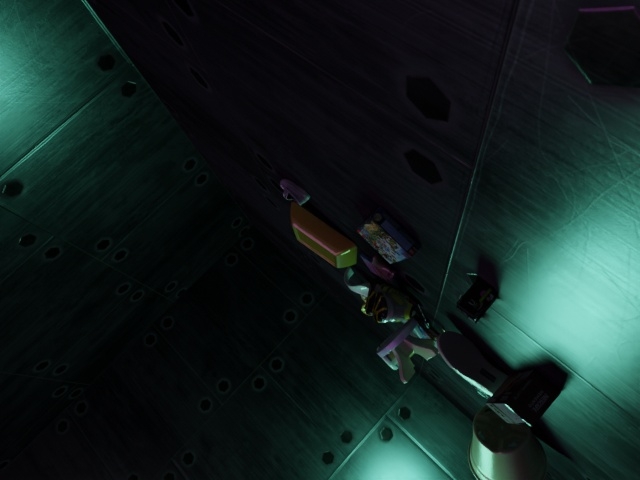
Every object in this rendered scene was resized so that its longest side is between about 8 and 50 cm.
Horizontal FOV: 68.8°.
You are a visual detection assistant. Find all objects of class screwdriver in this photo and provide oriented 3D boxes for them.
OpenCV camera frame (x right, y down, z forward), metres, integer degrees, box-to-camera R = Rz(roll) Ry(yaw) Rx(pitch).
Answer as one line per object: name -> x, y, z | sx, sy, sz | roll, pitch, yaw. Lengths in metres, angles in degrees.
screwdriver -> 0.422, 0.305, 1.896 | 0.024, 0.025, 0.169 | 35, 158, 47

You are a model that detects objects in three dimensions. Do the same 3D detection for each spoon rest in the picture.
spoon rest -> 0.205, 0.226, 2.242 | 0.276, 0.084, 0.137 | 35, 167, 48

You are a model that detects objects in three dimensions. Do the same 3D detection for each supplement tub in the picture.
supplement tub -> 0.396, 0.529, 2.330 | 0.144, 0.200, 0.144 | 47, -178, -2

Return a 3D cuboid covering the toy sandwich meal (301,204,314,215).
toy sandwich meal -> -0.061, -0.120, 2.013 | 0.086, 0.029, 0.085 | 43, 170, 9

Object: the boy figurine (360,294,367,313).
boy figurine -> 0.272, 0.332, 2.405 | 0.177, 0.092, 0.285 | 42, 167, -1

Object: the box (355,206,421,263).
box -> 0.194, -0.009, 1.387 | 0.159, 0.044, 0.233 | 44, 170, 1

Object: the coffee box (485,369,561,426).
coffee box -> 0.625, 0.493, 1.461 | 0.098, 0.141, 0.246 | 42, 171, 17

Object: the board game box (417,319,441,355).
board game box -> 0.506, 0.449, 2.116 | 0.145, 0.027, 0.281 | 38, 169, 27

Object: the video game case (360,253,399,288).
video game case -> 0.237, 0.122, 1.864 | 0.166, 0.015, 0.119 | 35, 166, 45

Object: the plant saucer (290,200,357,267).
plant saucer -> 0.000, 0.000, 2.019 | 0.333, 0.081, 0.333 | 36, 169, 12

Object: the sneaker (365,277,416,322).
sneaker -> 0.272, 0.252, 1.884 | 0.147, 0.145, 0.384 | 8, -169, -5

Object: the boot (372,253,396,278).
boot -> 0.236, 0.098, 1.706 | 0.087, 0.042, 0.118 | 32, 167, 26

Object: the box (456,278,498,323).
box -> 0.385, 0.151, 1.154 | 0.062, 0.083, 0.052 | 39, 171, 26

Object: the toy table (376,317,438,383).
toy table -> 0.367, 0.459, 1.970 | 0.161, 0.252, 0.274 | 44, 152, 8

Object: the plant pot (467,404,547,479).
plant pot -> 0.790, 0.871, 2.016 | 0.334, 0.334, 0.305 | 34, 154, 48

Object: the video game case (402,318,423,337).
video game case -> 0.368, 0.332, 2.104 | 0.201, 0.023, 0.183 | 54, 173, -34

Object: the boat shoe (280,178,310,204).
boat shoe -> -0.114, -0.187, 1.842 | 0.184, 0.063, 0.066 | 36, 167, 39

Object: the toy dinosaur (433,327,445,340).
toy dinosaur -> 0.509, 0.406, 1.889 | 0.093, 0.053, 0.183 | 11, 129, 59

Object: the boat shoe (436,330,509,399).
boat shoe -> 0.547, 0.469, 1.709 | 0.341, 0.127, 0.158 | 42, 163, 7
